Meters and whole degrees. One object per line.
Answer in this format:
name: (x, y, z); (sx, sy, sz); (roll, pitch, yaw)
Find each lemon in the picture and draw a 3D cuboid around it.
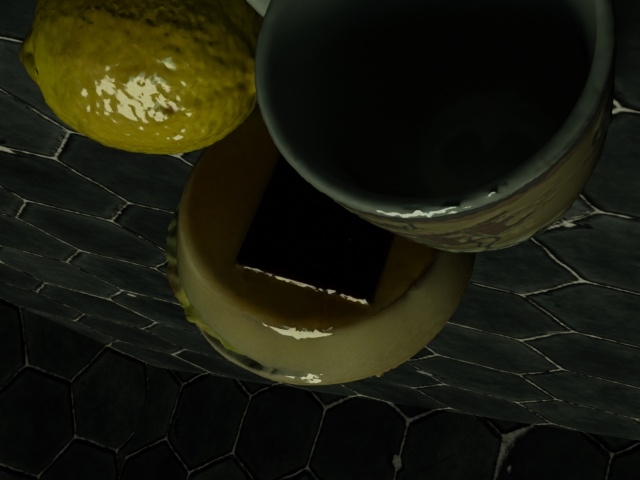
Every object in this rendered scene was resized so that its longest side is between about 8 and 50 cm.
lemon: (-0.135, -0.155, 0.950); (0.193, 0.180, 0.181); (8, 163, 40)

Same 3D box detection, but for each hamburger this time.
hamburger: (0.000, 0.000, 1.151); (0.300, 0.300, 0.176); (13, 151, 11)

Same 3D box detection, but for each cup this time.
cup: (0.068, -0.110, 0.865); (0.301, 0.227, 0.257); (35, 176, 21)
